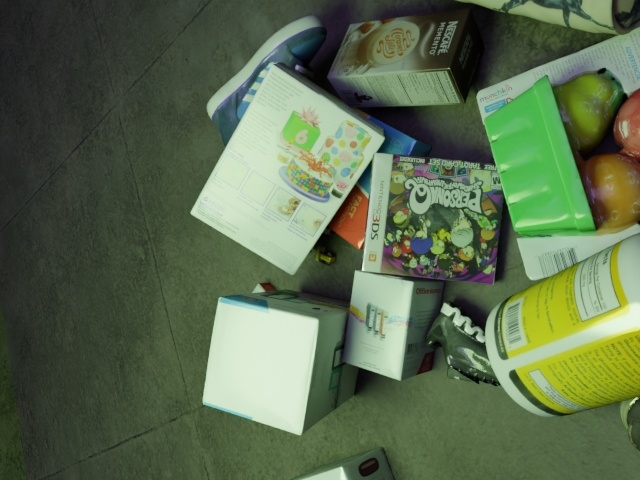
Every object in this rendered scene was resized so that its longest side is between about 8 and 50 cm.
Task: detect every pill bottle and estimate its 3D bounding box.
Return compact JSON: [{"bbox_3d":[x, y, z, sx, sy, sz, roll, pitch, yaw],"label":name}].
[{"bbox_3d":[0.397,0.105,0.693,0.334,0.188,0.188,-43,61,49],"label":"pill bottle"}]

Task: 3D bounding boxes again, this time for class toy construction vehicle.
[{"bbox_3d":[0.000,0.000,1.165,0.098,0.035,0.086,22,111,39],"label":"toy construction vehicle"}]

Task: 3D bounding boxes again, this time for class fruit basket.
[{"bbox_3d":[0.442,-0.138,0.782,0.353,0.165,0.327,-17,77,20],"label":"fruit basket"}]

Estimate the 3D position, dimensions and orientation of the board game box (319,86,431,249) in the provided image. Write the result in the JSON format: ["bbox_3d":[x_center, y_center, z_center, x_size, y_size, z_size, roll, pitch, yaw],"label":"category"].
[{"bbox_3d":[0.042,-0.161,1.119,0.316,0.064,0.242,37,109,33],"label":"board game box"}]

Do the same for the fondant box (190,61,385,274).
[{"bbox_3d":[-0.065,-0.132,1.023,0.238,0.096,0.330,32,112,-6],"label":"fondant box"}]

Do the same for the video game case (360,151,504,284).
[{"bbox_3d":[0.196,-0.038,0.930,0.232,0.042,0.210,7,93,3],"label":"video game case"}]

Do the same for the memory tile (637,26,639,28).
[{"bbox_3d":[0.541,-0.324,0.778,0.148,0.012,0.113,31,105,35],"label":"memory tile"}]

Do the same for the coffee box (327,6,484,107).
[{"bbox_3d":[0.156,-0.332,0.986,0.246,0.098,0.141,7,67,34],"label":"coffee box"}]

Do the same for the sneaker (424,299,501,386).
[{"bbox_3d":[0.270,0.208,0.896,0.106,0.078,0.234,-49,54,0],"label":"sneaker"}]

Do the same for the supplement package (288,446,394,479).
[{"bbox_3d":[0.052,0.564,1.010,0.204,0.145,0.262,-33,68,32],"label":"supplement package"}]

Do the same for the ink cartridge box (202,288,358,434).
[{"bbox_3d":[-0.054,0.211,1.013,0.198,0.270,0.197,9,91,22],"label":"ink cartridge box"}]

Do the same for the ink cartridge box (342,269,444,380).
[{"bbox_3d":[0.136,0.148,0.985,0.127,0.128,0.176,10,92,38],"label":"ink cartridge box"}]

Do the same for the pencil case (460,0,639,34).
[{"bbox_3d":[0.323,-0.432,0.818,0.410,0.183,0.160,35,150,40],"label":"pencil case"}]

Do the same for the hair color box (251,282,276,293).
[{"bbox_3d":[-0.108,0.169,1.225,0.141,0.043,0.072,47,113,31],"label":"hair color box"}]

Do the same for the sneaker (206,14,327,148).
[{"bbox_3d":[-0.065,-0.274,1.111,0.323,0.130,0.236,-37,83,16],"label":"sneaker"}]

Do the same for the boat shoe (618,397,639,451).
[{"bbox_3d":[0.544,0.183,0.643,0.132,0.130,0.355,39,120,-3],"label":"boat shoe"}]
